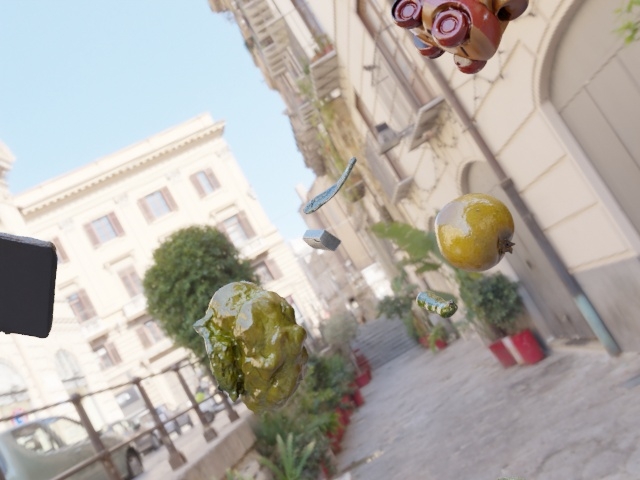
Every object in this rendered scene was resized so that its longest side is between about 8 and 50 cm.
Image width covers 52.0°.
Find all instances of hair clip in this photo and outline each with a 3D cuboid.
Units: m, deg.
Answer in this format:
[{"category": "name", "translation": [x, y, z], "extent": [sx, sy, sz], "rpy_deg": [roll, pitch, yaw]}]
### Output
[{"category": "hair clip", "translation": [0.031, -0.143, 1.786], "extent": [0.229, 0.036, 0.066], "rpy_deg": [-44, 15, 33]}]

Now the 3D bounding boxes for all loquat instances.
[{"category": "loquat", "translation": [0.400, -0.018, 1.704], "extent": [0.208, 0.208, 0.208], "rpy_deg": [-30, -8, -5]}]

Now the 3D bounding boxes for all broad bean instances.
[{"category": "broad bean", "translation": [0.303, 0.168, 1.713], "extent": [0.052, 0.052, 0.256], "rpy_deg": [-24, 4, -7]}]

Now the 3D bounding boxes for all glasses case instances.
[{"category": "glasses case", "translation": [0.000, 0.000, 2.121], "extent": [0.047, 0.071, 0.205], "rpy_deg": [-58, 15, -8]}]

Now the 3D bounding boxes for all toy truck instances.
[{"category": "toy truck", "translation": [0.313, -0.515, 1.435], "extent": [0.239, 0.265, 0.189], "rpy_deg": [-59, -34, 5]}]

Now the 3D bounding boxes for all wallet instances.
[{"category": "wallet", "translation": [-0.643, 0.103, 1.409], "extent": [0.044, 0.149, 0.249], "rpy_deg": [-88, 9, -67]}]

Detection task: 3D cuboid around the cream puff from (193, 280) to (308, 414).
[{"category": "cream puff", "translation": [-0.156, 0.225, 1.348], "extent": [0.185, 0.281, 0.282], "rpy_deg": [-22, -11, -40]}]

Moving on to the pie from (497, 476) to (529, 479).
[{"category": "pie", "translation": [0.422, 0.501, 1.145], "extent": [0.105, 0.257, 0.274], "rpy_deg": [-45, -25, -26]}]

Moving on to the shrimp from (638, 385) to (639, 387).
[{"category": "shrimp", "translation": [0.738, 0.314, 1.290], "extent": [0.220, 0.046, 0.152], "rpy_deg": [10, -9, -2]}]
